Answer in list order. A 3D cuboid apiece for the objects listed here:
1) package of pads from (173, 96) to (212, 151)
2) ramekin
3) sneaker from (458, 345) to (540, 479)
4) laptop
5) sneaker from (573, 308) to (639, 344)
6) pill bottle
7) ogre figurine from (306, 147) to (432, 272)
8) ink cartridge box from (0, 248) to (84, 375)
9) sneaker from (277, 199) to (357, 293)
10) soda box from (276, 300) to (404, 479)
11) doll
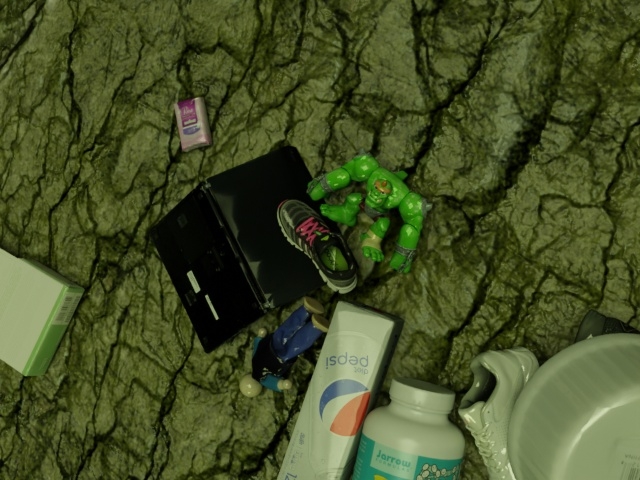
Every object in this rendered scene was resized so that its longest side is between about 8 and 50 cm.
[{"bbox_3d":[-0.210,-0.192,1.273,0.050,0.032,0.083,-13,82,12],"label":"package of pads"},{"bbox_3d":[0.382,0.265,0.938,0.277,0.135,0.277,-1,102,-3],"label":"ramekin"},{"bbox_3d":[0.236,0.261,1.057,0.115,0.090,0.232,8,75,-26],"label":"sneaker"},{"bbox_3d":[-0.116,0.015,1.240,0.264,0.136,0.234,-37,75,37],"label":"laptop"},{"bbox_3d":[0.386,0.221,1.041,0.130,0.087,0.228,21,86,23],"label":"sneaker"},{"bbox_3d":[0.118,0.333,1.078,0.146,0.146,0.264,11,89,16],"label":"pill bottle"},{"bbox_3d":[0.080,-0.054,1.152,0.197,0.096,0.118,50,118,29],"label":"ogre figurine"},{"bbox_3d":[-0.546,0.106,1.334,0.235,0.056,0.171,27,93,19],"label":"ink cartridge box"},{"bbox_3d":[0.000,0.000,1.150,0.063,0.075,0.170,-34,81,-17],"label":"sneaker"},{"bbox_3d":[0.031,0.237,1.137,0.091,0.098,0.286,20,91,16],"label":"soda box"},{"bbox_3d":[-0.062,0.176,1.178,0.189,0.046,0.129,-46,43,20],"label":"doll"}]
